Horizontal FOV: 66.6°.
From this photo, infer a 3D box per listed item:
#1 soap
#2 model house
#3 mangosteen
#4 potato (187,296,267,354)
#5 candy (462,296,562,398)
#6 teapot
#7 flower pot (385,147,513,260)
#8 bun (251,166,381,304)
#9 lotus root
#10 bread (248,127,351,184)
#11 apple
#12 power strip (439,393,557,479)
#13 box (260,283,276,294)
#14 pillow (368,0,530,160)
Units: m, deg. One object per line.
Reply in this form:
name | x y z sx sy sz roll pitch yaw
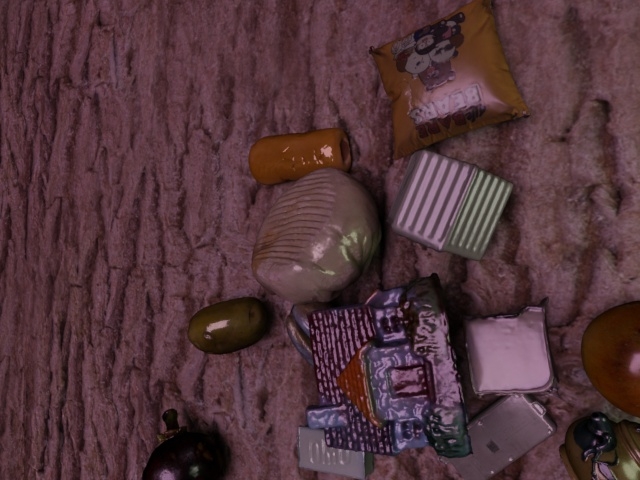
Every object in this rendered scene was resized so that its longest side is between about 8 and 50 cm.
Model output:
soap | 0.038 0.548 1.277 0.199 0.063 0.114 -5 85 29
model house | 0.116 0.271 1.060 0.340 0.297 0.359 -10 86 10
mangosteen | -0.424 0.643 1.446 0.231 0.231 0.289 -48 63 20
potato | -0.264 0.245 1.385 0.229 0.197 0.148 -12 87 -5
candy | 0.401 0.233 1.018 0.185 0.137 0.195 -13 67 26
teapot | 0.577 0.415 0.917 0.269 0.173 0.183 42 117 -11
flower pot | 0.275 -0.079 1.072 0.210 0.239 0.189 21 100 -1
bun | 0.000 0.000 1.212 0.365 0.219 0.365 -31 36 26
lotus root | 0.043 0.273 1.240 0.322 0.140 0.158 48 132 13
bread | -0.065 -0.232 1.339 0.306 0.091 0.141 -2 93 30
apple | 0.610 0.211 0.900 0.237 0.207 0.236 1 97 12
power strip | 0.391 0.441 1.090 0.270 0.046 0.118 -47 71 19
box | -0.124 0.086 1.396 0.091 0.031 0.126 40 107 24
pillow | 0.282 -0.373 1.127 0.310 0.119 0.312 -16 80 25
